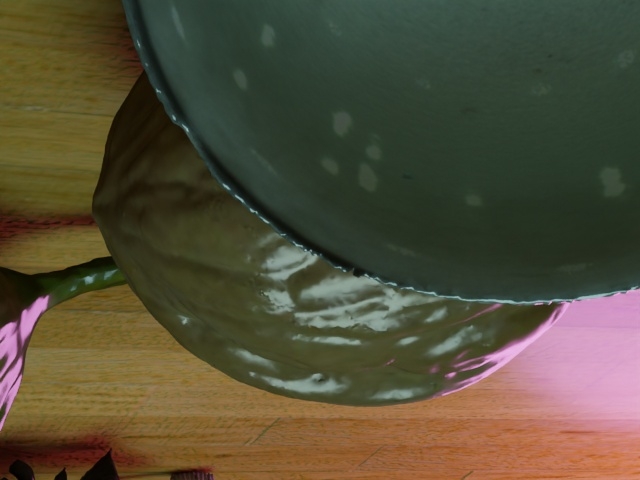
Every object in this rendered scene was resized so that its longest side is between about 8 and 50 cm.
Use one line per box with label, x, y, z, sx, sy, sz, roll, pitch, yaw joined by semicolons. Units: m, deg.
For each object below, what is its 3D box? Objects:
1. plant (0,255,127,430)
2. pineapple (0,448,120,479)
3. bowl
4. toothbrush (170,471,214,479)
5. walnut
plant;-0.200;0.023;1.148;0.333;0.180;0.251;-37;156;-23
pineapple;-0.274;0.239;1.472;0.340;0.169;0.169;-1;154;-21
bowl;0.077;-0.146;0.745;0.313;0.146;0.313;-1;113;-3
toothbrush;-0.212;0.211;1.586;0.257;0.024;0.018;-4;134;-12
walnut;0.017;-0.030;0.946;0.261;0.225;0.225;-5;155;-14
